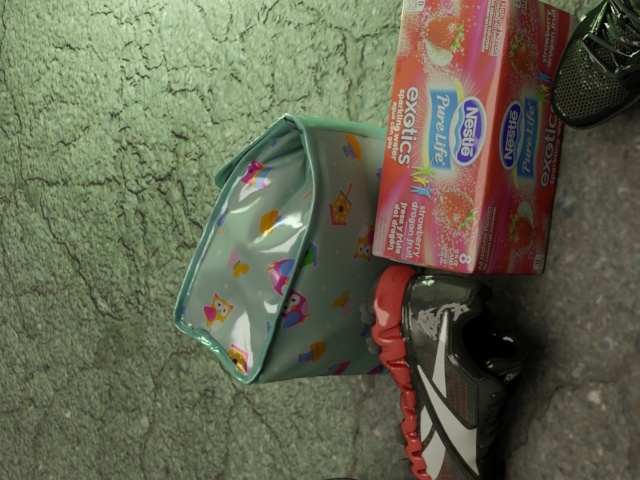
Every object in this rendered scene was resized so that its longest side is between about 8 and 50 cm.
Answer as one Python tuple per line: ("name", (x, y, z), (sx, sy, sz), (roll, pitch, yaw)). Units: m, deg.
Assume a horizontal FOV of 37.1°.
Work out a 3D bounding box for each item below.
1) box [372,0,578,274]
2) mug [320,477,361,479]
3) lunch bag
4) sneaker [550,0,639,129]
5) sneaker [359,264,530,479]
("box", (0.147, -0.099, 0.909), (0.123, 0.128, 0.256), (11, 95, 42))
("mug", (0.069, 0.423, 0.896), (0.328, 0.276, 0.374), (42, 148, 35))
("lunch bag", (0.000, 0.000, 0.974), (0.160, 0.223, 0.262), (30, 108, 39))
("sneaker", (0.240, -0.172, 0.740), (0.087, 0.130, 0.227), (56, 133, 16))
("sneaker", (0.136, 0.149, 0.891), (0.135, 0.097, 0.276), (-6, 110, 31))
